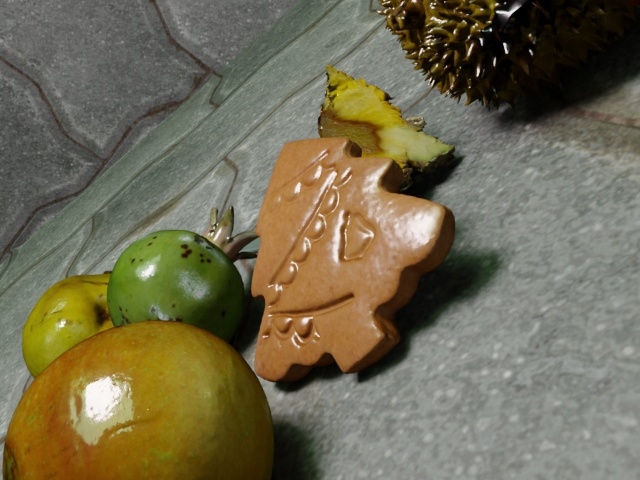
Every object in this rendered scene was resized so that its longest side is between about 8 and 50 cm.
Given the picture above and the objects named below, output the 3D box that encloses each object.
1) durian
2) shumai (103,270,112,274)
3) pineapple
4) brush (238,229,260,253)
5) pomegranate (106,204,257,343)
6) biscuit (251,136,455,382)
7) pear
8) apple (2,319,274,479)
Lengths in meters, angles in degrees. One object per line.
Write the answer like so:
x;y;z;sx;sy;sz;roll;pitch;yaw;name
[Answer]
0.237;-0.346;0.821;0.384;0.348;0.347;-32;23;-3;durian
-0.332;0.118;1.225;0.139;0.105;0.123;-79;-2;-67;shumai
0.075;-0.097;0.927;0.164;0.140;0.250;-7;54;-11;pineapple
-0.071;-0.006;1.034;0.296;0.060;0.068;0;50;57;brush
-0.168;0.053;0.953;0.181;0.182;0.224;-15;26;47;pomegranate
0.000;0.000;0.776;0.284;0.043;0.306;-46;46;27;biscuit
-0.324;0.140;1.037;0.200;0.200;0.200;-34;25;18;pear
-0.154;0.187;0.640;0.236;0.237;0.208;-36;39;15;apple
